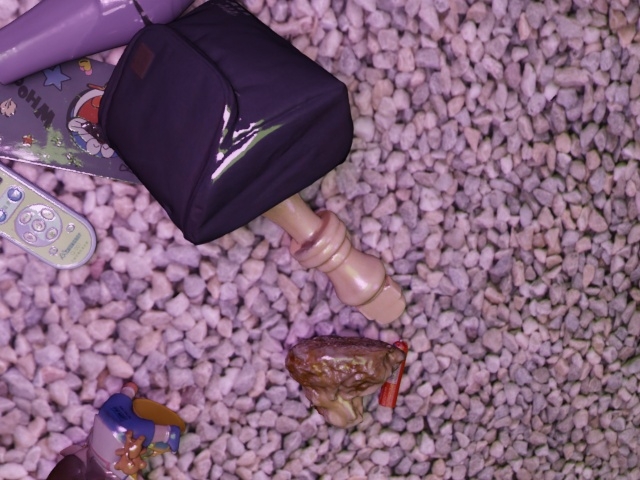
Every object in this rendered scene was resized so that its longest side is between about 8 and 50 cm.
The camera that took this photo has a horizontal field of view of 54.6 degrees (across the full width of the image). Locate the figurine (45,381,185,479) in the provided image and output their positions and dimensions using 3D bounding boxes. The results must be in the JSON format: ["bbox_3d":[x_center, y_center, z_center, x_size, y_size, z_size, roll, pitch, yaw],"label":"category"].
[{"bbox_3d":[-0.327,0.367,0.950,0.276,0.161,0.158,-55,147,2],"label":"figurine"}]

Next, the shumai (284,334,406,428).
[{"bbox_3d":[0.038,0.233,1.033,0.209,0.161,0.153,3,98,-37],"label":"shumai"}]

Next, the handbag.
[{"bbox_3d":[-0.147,-0.172,0.794,0.275,0.302,0.178,-32,147,-19],"label":"handbag"}]

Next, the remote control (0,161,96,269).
[{"bbox_3d":[-0.432,-0.047,0.879,0.244,0.047,0.087,38,92,-22],"label":"remote control"}]

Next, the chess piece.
[{"bbox_3d":[0.000,0.000,0.994,0.117,0.117,0.397,-47,112,-4],"label":"chess piece"}]

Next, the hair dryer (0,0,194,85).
[{"bbox_3d":[-0.360,-0.409,0.810,0.301,0.121,0.361,-29,98,-8],"label":"hair dryer"}]

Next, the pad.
[{"bbox_3d":[-0.354,-0.180,0.875,0.245,0.006,0.170,11,86,-22],"label":"pad"}]

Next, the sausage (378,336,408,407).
[{"bbox_3d":[0.134,0.238,1.129,0.034,0.034,0.130,8,98,-19],"label":"sausage"}]
